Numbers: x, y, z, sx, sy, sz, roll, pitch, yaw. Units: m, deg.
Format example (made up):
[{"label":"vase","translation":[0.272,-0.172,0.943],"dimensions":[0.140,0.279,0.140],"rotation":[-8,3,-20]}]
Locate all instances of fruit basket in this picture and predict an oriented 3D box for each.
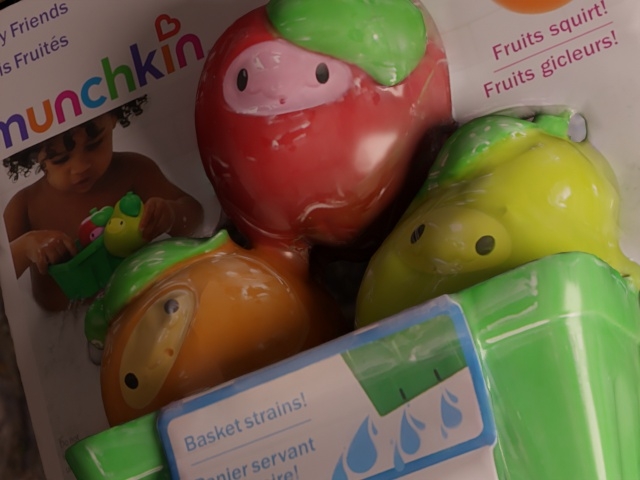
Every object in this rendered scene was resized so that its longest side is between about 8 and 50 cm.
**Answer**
[{"label":"fruit basket","translation":[0.000,0.000,0.827],"dimensions":[0.327,0.165,0.353],"rotation":[-22,75,19]}]

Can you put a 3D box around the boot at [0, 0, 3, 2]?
[{"label":"boot","translation":[-0.258,-0.160,0.899],"dimensions":[0.213,0.077,0.165],"rotation":[-21,75,-21]}]

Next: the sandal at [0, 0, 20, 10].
[{"label":"sandal","translation":[-0.168,-0.140,0.967],"dimensions":[0.067,0.040,0.179],"rotation":[0,86,21]}]
